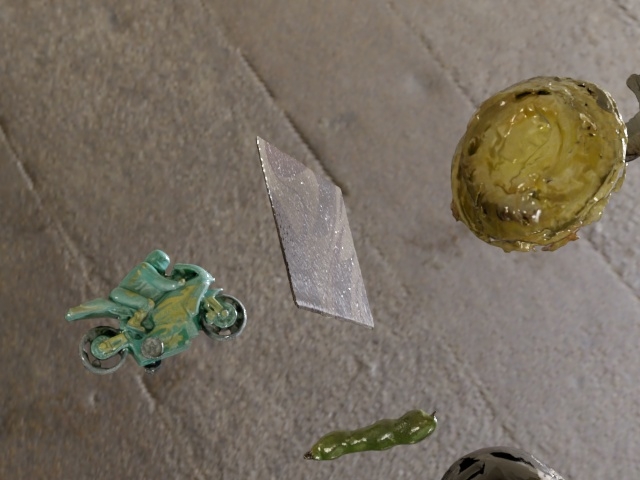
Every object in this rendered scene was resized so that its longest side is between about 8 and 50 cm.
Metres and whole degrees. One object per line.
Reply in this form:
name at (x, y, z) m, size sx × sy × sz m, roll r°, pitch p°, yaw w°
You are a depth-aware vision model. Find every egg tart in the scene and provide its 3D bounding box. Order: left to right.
egg tart at (0.288, -0.118, 1.580) m, size 0.095 × 0.279 × 0.279 m, roll 34°, pitch 31°, yaw -45°

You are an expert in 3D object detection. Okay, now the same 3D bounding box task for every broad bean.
broad bean at (0.083, 0.316, 1.845) m, size 0.053 × 0.256 × 0.052 m, roll -5°, pitch 77°, yaw -57°

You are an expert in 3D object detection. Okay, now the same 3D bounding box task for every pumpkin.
pumpkin at (0.203, 0.292, 1.132) m, size 0.202 × 0.140 × 0.202 m, roll 38°, pitch 3°, yaw -2°

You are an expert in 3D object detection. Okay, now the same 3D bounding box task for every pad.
pad at (0.000, 0.000, 1.496) m, size 0.004 × 0.330 × 0.220 m, roll -18°, pitch 77°, yaw 16°

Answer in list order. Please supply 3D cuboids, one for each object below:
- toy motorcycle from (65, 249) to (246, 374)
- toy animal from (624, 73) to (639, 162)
toy motorcycle at (-0.287, 0.118, 1.981) m, size 0.296 × 0.109 × 0.198 m, roll -20°, pitch 79°, yaw -18°
toy animal at (0.523, -0.172, 1.763) m, size 0.272 × 0.160 × 0.197 m, roll -3°, pitch 13°, yaw -25°
